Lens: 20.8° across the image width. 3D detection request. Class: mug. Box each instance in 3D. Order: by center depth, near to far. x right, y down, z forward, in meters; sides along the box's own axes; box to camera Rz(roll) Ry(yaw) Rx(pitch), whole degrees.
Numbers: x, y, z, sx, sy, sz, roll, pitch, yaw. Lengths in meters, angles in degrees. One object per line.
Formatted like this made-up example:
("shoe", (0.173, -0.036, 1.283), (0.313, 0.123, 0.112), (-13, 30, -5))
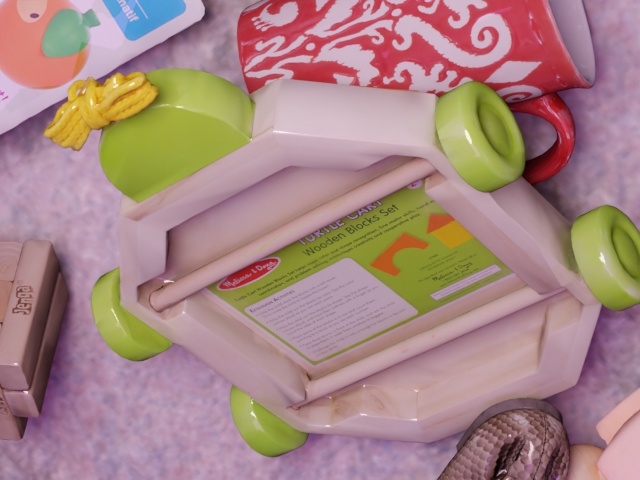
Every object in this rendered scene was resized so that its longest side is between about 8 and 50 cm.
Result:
("mug", (0.054, -0.093, 0.936), (0.169, 0.113, 0.150), (-17, 86, 18))

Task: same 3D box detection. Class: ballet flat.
("ballet flat", (0.083, 0.190, 1.066), (0.084, 0.058, 0.250), (13, 134, -18))

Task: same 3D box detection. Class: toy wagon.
("toy wagon", (0.000, 0.000, 0.941), (0.267, 0.068, 0.344), (-27, 130, 31))

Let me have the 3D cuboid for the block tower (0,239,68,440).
("block tower", (-0.326, 0.056, 1.051), (0.335, 0.097, 0.091), (3, 144, 7))

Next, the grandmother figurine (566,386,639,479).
("grandmother figurine", (0.286, 0.047, 0.989), (0.208, 0.104, 0.342), (29, 115, -37))

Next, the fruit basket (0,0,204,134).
("fruit basket", (-0.293, -0.167, 0.926), (0.353, 0.165, 0.327), (-26, 108, 14))
